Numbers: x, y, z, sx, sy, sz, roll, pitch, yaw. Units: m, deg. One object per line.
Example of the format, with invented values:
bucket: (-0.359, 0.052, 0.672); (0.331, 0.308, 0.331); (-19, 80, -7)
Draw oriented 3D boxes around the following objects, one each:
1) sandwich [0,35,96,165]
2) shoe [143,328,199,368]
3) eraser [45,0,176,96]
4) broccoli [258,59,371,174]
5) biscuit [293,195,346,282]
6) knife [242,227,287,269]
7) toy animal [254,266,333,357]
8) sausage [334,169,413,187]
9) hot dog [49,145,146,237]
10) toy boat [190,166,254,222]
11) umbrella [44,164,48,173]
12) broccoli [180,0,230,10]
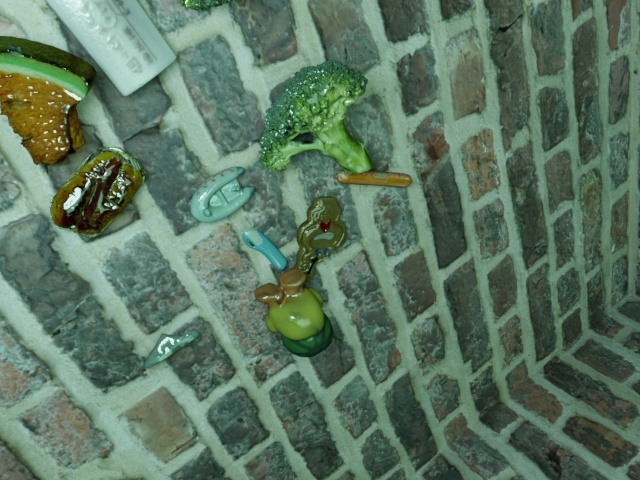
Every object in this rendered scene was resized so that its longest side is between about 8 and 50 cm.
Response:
sandwich: (-0.643, -0.317, 1.210); (0.250, 0.162, 0.301); (9, 121, -4)
shoe: (-0.486, 0.330, 1.638); (0.195, 0.079, 0.078); (-30, 88, -8)
eraser: (-0.503, -0.514, 1.246); (0.174, 0.095, 0.270); (-43, 127, -12)
broccoli: (0.040, -0.366, 1.550); (0.397, 0.274, 0.353); (13, 146, -24)
biscuit: (-0.008, 0.001, 1.797); (0.183, 0.047, 0.319); (25, 97, -33)
knife: (-0.184, 0.029, 1.708); (0.064, 0.031, 0.222); (-50, 130, -9)
toy animal: (-0.072, 0.277, 1.781); (0.216, 0.191, 0.338); (-32, 124, -11)
sausage: (0.197, -0.221, 1.819); (0.348, 0.053, 0.053); (0, 110, -31)
hot dog: (-0.591, -0.125, 1.364); (0.270, 0.082, 0.162); (-51, 128, -4)
toy boat: (-0.297, -0.132, 1.544); (0.208, 0.079, 0.134); (-35, 127, -16)
umbrella: (-0.705, -0.228, 1.292); (0.022, 0.013, 0.122); (-19, 119, -46)
broccoli: (-0.330, -0.716, 1.212); (0.361, 0.221, 0.252); (23, 90, -25)
